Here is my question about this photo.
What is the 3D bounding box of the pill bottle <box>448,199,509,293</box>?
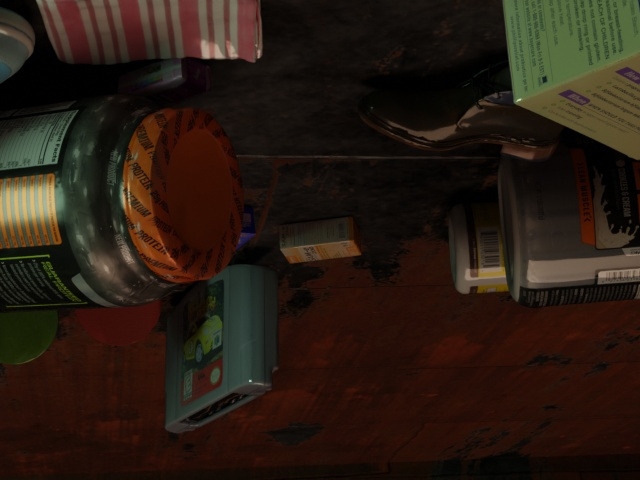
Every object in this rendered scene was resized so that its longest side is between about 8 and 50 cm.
[{"bbox_3d":[0.273,0.004,1.798,0.215,0.117,0.117,-4,161,0],"label":"pill bottle"}]

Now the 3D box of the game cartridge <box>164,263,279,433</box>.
[{"bbox_3d":[-0.146,0.146,2.005,0.060,0.196,0.294,15,153,-26],"label":"game cartridge"}]

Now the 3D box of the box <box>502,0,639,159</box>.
[{"bbox_3d":[0.324,-0.185,1.268,0.243,0.117,0.213,-19,155,40],"label":"box"}]

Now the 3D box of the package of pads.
[{"bbox_3d":[-0.153,-0.154,1.395,0.083,0.032,0.050,-15,160,30],"label":"package of pads"}]

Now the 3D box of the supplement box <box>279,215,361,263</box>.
[{"bbox_3d":[0.000,0.000,1.857,0.098,0.036,0.062,-7,160,10],"label":"supplement box"}]

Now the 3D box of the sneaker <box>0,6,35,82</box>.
[{"bbox_3d":[-0.385,-0.082,1.287,0.319,0.208,0.127,-16,156,31],"label":"sneaker"}]

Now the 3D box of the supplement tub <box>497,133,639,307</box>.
[{"bbox_3d":[0.366,-0.030,1.603,0.316,0.194,0.193,-5,161,2],"label":"supplement tub"}]

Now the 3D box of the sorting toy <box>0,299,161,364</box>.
[{"bbox_3d":[-0.393,0.099,1.992,0.365,0.127,0.126,-10,-177,4],"label":"sorting toy"}]

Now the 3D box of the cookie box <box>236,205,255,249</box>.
[{"bbox_3d":[-0.145,-0.012,1.789,0.091,0.040,0.107,6,158,-27],"label":"cookie box"}]

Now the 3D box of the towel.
[{"bbox_3d":[-0.151,-0.198,1.272,0.197,0.029,0.144,-3,160,-1],"label":"towel"}]

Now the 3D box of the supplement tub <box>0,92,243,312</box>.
[{"bbox_3d":[-0.259,-0.033,1.394,0.338,0.207,0.207,-3,163,27],"label":"supplement tub"}]

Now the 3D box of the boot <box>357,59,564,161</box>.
[{"bbox_3d":[0.153,-0.149,1.442,0.219,0.082,0.106,6,137,-14],"label":"boot"}]
